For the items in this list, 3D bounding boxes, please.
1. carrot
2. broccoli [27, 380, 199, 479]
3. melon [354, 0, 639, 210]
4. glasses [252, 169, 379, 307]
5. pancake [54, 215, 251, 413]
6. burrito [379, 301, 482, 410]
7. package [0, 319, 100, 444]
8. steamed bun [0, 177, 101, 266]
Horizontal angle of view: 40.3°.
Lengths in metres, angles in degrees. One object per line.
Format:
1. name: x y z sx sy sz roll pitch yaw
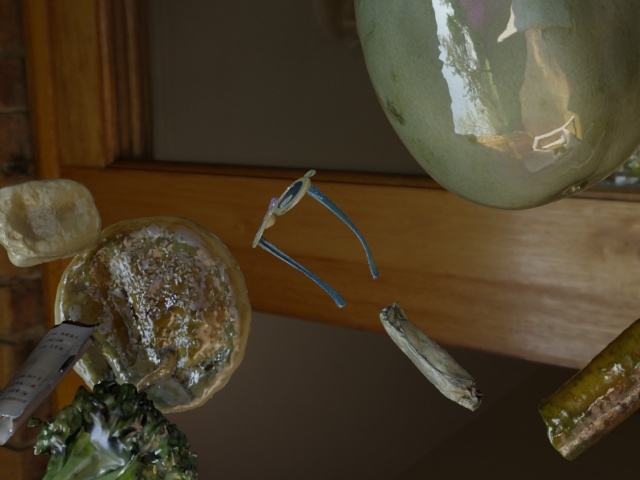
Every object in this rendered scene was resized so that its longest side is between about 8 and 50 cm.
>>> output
1. carrot: 0.479 0.216 1.379 0.302 0.114 0.114 -41 -37 9
2. broccoli: -0.371 0.401 1.434 0.281 0.293 0.347 -20 -41 -47
3. melon: 0.168 -0.196 0.801 0.269 0.269 0.330 -1 -114 -56
4. glasses: -0.016 0.015 1.481 0.220 0.190 0.088 51 -134 4
5. pancake: -0.313 0.140 1.634 0.082 0.387 0.386 127 149 -90
6. burrito: 0.183 0.194 1.467 0.058 0.229 0.063 -35 -21 -16
7. package: -0.454 0.224 1.323 0.062 0.251 0.204 46 -141 -13
8. steamed bun: -0.477 -0.020 1.501 0.172 0.155 0.140 -10 -100 -27
